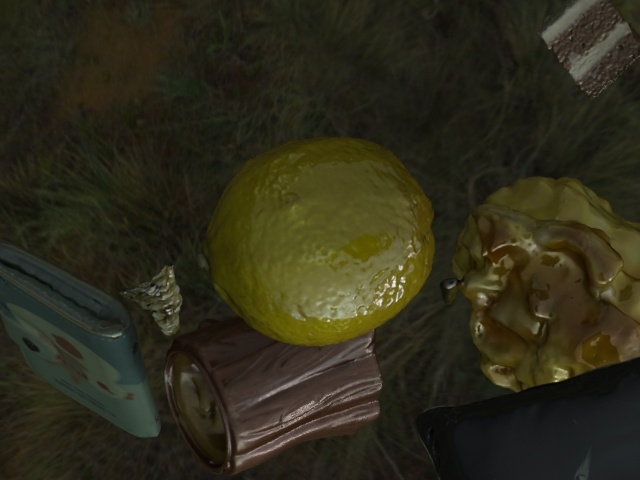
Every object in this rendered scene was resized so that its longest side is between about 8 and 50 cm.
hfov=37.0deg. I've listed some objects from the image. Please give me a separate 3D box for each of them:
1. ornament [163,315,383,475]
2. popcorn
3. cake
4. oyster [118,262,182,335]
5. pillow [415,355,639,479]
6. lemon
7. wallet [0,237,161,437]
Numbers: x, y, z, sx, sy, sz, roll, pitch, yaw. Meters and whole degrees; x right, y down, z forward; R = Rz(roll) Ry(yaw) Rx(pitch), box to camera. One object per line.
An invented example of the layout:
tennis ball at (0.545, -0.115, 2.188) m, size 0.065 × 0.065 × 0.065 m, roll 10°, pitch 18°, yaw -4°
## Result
ornament at (-0.066, 0.168, 1.203) m, size 0.217 × 0.235 × 0.221 m, roll -19°, pitch 65°, yaw -31°
popcorn at (0.164, 0.035, 0.645) m, size 0.170 × 0.180 × 0.180 m, roll -21°, pitch 86°, yaw -23°
cake at (0.443, -0.333, 1.582) m, size 0.147 × 0.135 × 0.134 m, roll 42°, pitch 112°, yaw -4°
oyster at (-0.235, 0.087, 1.420) m, size 0.106 × 0.200 × 0.061 m, roll -30°, pitch 71°, yaw 10°
pillow at (0.133, 0.161, 0.426) m, size 0.141 × 0.055 × 0.208 m, roll -22°, pitch 81°, yaw 27°
lemon at (0.000, 0.000, 0.884) m, size 0.231 × 0.192 × 0.192 m, roll -13°, pitch 85°, yaw -12°
wallet at (-0.341, 0.144, 1.336) m, size 0.252 × 0.360 × 0.083 m, roll 29°, pitch 60°, yaw 15°
